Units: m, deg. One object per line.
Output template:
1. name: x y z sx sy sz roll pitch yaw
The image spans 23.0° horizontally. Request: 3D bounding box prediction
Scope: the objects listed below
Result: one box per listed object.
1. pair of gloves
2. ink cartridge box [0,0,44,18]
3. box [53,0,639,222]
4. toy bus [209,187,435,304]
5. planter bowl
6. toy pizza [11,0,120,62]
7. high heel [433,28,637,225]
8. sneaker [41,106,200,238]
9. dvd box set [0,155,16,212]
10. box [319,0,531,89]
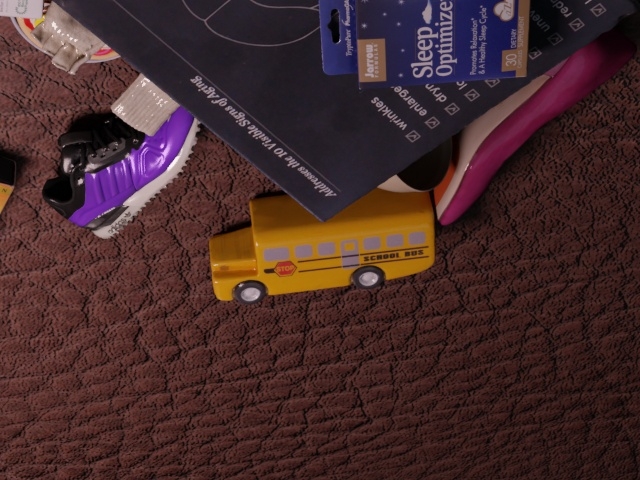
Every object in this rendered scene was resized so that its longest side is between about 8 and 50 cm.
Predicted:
1. pair of gloves: -0.235 -0.261 2.028 0.204 0.042 0.240 -41 122 12
2. ink cartridge box: -0.495 -0.362 1.900 0.332 0.065 0.165 4 134 -14
3. box: 0.019 -0.350 1.795 0.471 0.297 0.480 -35 126 22
4. toy bus: 0.000 0.000 2.338 0.332 0.108 0.130 -7 135 -2
5. planter bowl: 0.092 -0.139 2.198 0.109 0.162 0.162 -11 142 41
6. toy pizza: -0.306 -0.306 2.044 0.201 0.032 0.201 -4 134 -4
7. high heel: 0.293 -0.151 2.220 0.181 0.127 0.377 13 131 -17
8. sneaker: -0.285 -0.121 2.181 0.146 0.102 0.293 26 126 -29
9. dvd box set: -0.658 -0.001 2.273 0.307 0.062 0.420 17 130 -23
10. box: 0.112 -0.230 1.697 0.225 0.036 0.136 -4 133 1
